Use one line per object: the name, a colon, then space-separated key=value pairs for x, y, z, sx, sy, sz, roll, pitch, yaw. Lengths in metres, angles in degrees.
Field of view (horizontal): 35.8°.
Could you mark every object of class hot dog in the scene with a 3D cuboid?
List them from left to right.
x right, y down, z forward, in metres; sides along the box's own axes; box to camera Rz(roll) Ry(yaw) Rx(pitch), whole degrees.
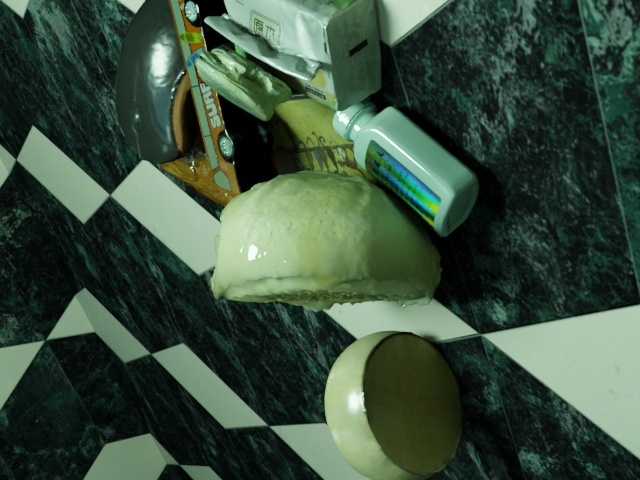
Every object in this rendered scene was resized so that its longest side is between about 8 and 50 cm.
hot dog: x=-0.162 y=-0.129 z=1.807 sx=0.272 sy=0.122 sz=0.196 roll=27 pitch=147 yaw=16

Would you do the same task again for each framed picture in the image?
framed picture: x=-0.002 y=-0.087 z=1.624 sx=0.255 sy=0.014 sz=0.339 roll=1 pitch=125 yaw=38

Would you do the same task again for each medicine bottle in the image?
medicine bottle: x=0.115 y=-0.115 z=1.395 sx=0.229 sy=0.083 sz=0.121 roll=42 pitch=159 yaw=21

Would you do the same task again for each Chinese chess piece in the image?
Chinese chess piece: x=0.125 y=0.278 z=1.661 sx=0.104 sy=0.257 sz=0.257 roll=-24 pitch=101 yaw=44

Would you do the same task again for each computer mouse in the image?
computer mouse: x=-0.268 y=-0.280 z=1.674 sx=0.183 sy=0.116 sz=0.323 roll=33 pitch=118 yaw=31

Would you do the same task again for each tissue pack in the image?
tissue pack: x=-0.045 y=-0.285 z=1.387 sx=0.229 sy=0.145 sz=0.159 roll=34 pitch=149 yaw=36

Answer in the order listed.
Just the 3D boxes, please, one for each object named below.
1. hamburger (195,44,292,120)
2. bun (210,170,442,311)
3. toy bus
hamburger: x=-0.111 y=-0.227 z=1.408 sx=0.140 sy=0.062 sz=0.133 roll=36 pitch=178 yaw=-6
bun: x=0.003 y=-0.003 z=1.489 sx=0.364 sy=0.364 sz=0.202 roll=-13 pitch=73 yaw=62
toy bus: x=-0.155 y=-0.270 z=1.541 sx=0.092 sy=0.093 sz=0.409 roll=0 pitch=105 yaw=51
